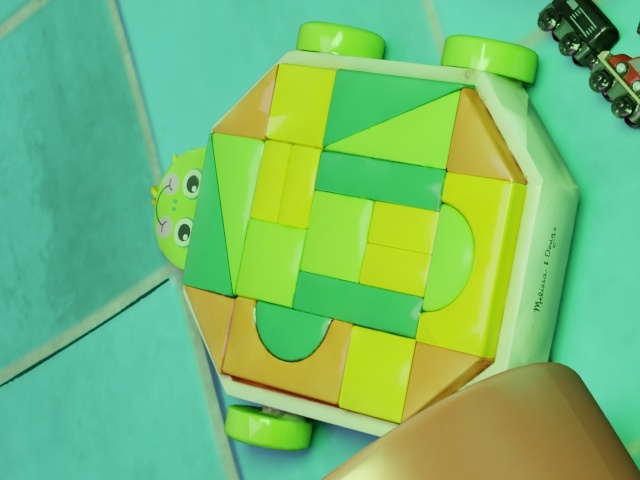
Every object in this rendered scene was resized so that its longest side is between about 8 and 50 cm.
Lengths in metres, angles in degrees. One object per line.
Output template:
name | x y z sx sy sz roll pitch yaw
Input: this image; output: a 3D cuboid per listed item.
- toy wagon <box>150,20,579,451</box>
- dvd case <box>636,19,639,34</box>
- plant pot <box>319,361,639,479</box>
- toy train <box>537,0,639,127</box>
toy wagon | 0.000 0.000 1.164 0.344 0.068 0.267 11 91 42
dvd case | 0.242 -0.167 0.948 0.221 0.018 0.165 -145 72 -68
plant pot | 0.095 0.237 0.932 0.275 0.275 0.243 -49 65 25
toy train | 0.176 -0.085 1.052 0.036 0.027 0.158 -44 56 15
